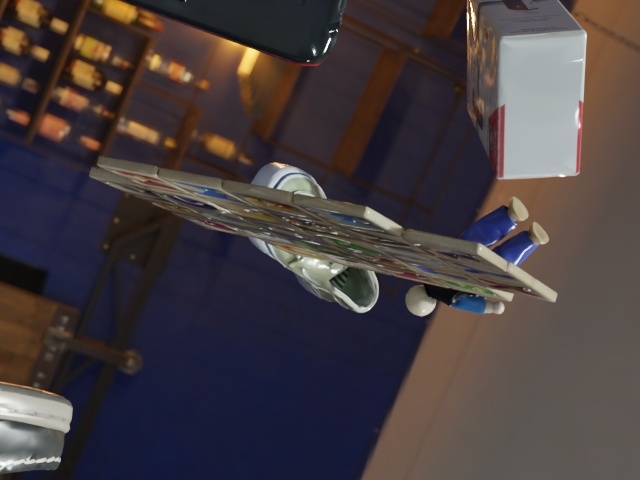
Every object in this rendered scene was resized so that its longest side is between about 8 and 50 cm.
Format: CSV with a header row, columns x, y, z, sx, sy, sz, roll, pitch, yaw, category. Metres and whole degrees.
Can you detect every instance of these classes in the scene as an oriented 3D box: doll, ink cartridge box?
x,y,z,sx,sy,sz,roll,pitch,yaw,category
0.175,0.034,1.333,0.189,0.129,0.046,-37,-171,26,doll
0.273,-0.227,1.550,0.273,0.114,0.197,-92,179,-64,ink cartridge box

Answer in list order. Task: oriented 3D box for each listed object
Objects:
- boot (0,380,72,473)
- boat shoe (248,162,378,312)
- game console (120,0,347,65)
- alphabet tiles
x,y,z,sx,sy,sz,roll,pitch,yaw,category
-0.309,0.210,0.600,0.138,0.377,0.284,-10,-101,44,boot
0.000,0.000,1.391,0.109,0.094,0.302,-59,152,-10,boat shoe
-0.097,-0.386,1.009,0.060,0.342,0.386,-165,-88,-80,game console
-0.001,-0.005,0.889,0.343,0.285,0.011,12,-97,30,alphabet tiles
